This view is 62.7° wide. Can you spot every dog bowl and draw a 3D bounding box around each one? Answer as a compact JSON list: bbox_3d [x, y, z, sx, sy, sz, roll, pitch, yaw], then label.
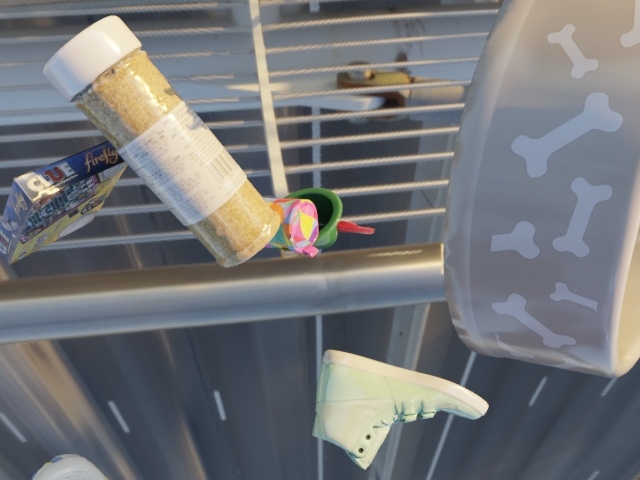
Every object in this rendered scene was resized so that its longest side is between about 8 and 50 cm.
[{"bbox_3d":[0.230,-0.056,0.408,0.349,0.102,0.348,-23,123,-42],"label":"dog bowl"}]

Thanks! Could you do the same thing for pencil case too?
[{"bbox_3d":[-0.118,-0.029,0.978,0.236,0.104,0.104,7,143,30],"label":"pencil case"}]

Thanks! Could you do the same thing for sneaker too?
[{"bbox_3d":[0.113,0.266,0.780,0.256,0.151,0.094,14,165,0],"label":"sneaker"},{"bbox_3d":[-0.294,0.283,0.581,0.091,0.126,0.240,-24,141,-39],"label":"sneaker"}]

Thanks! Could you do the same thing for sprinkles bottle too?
[{"bbox_3d":[-0.205,-0.123,0.731,0.121,0.121,0.355,-31,113,18],"label":"sprinkles bottle"}]

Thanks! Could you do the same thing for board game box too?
[{"bbox_3d":[-0.413,-0.058,0.833,0.042,0.165,0.243,53,137,-3],"label":"board game box"}]

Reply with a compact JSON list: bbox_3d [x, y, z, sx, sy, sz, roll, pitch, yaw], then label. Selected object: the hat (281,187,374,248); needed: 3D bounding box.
[{"bbox_3d":[0.000,0.000,1.188,0.209,0.173,0.183,-10,139,17],"label":"hat"}]
